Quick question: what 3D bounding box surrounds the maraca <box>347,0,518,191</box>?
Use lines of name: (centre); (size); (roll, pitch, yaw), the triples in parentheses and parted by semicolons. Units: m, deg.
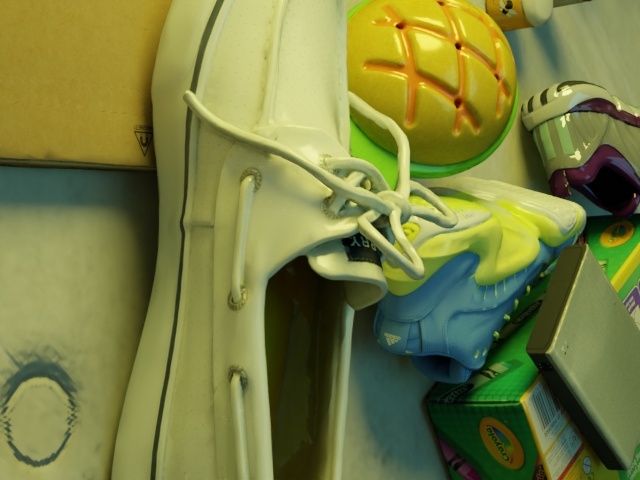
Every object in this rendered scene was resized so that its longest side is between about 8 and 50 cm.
maraca: (0.051, -0.091, 0.935); (0.185, 0.099, 0.127); (-34, 82, -34)

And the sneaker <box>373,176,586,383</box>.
sneaker: (0.100, 0.026, 1.018); (0.240, 0.091, 0.126); (-3, 108, -54)

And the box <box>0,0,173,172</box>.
box: (-0.120, -0.119, 0.772); (0.201, 0.021, 0.165); (0, 87, -53)

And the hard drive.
hard drive: (0.190, 0.082, 1.029); (0.135, 0.022, 0.094); (53, 48, -35)

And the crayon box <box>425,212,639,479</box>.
crayon box: (0.196, 0.114, 1.121); (0.278, 0.081, 0.165); (-43, 120, -46)

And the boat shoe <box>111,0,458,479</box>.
boat shoe: (-0.005, 0.000, 0.774); (0.136, 0.156, 0.367); (20, 77, -52)

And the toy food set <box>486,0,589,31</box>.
toy food set: (0.193, -0.271, 1.133); (0.111, 0.104, 0.232); (18, 72, -51)

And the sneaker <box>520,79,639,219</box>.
sneaker: (0.249, -0.054, 1.182); (0.223, 0.083, 0.098); (9, 64, -35)
